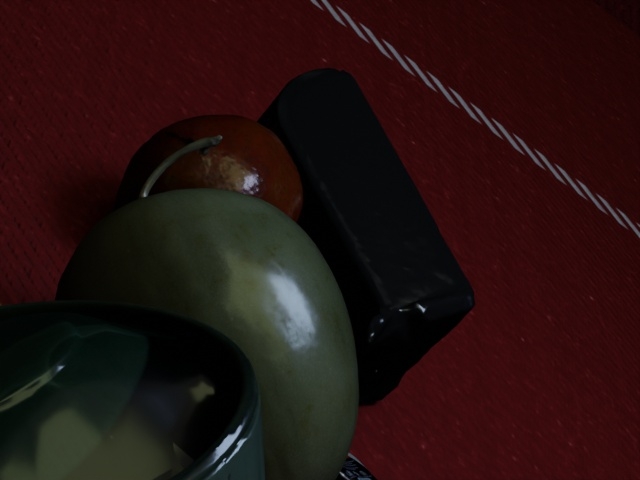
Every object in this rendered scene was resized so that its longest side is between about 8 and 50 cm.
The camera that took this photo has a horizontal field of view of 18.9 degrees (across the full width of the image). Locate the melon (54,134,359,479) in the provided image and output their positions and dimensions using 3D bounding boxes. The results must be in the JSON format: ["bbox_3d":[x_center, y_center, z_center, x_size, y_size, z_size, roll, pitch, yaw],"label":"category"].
[{"bbox_3d":[-0.096,0.093,1.629,0.308,0.272,0.272,42,23,28],"label":"melon"}]

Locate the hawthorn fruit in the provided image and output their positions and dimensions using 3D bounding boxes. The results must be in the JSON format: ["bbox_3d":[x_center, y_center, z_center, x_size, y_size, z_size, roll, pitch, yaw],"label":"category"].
[{"bbox_3d":[-0.098,-0.046,1.907,0.185,0.185,0.202,44,47,0],"label":"hawthorn fruit"}]

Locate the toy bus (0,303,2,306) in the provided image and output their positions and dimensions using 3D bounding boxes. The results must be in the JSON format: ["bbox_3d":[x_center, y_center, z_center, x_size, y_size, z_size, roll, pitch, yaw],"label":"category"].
[{"bbox_3d":[-0.322,0.050,1.525,0.121,0.123,0.335,3,47,-51],"label":"toy bus"}]

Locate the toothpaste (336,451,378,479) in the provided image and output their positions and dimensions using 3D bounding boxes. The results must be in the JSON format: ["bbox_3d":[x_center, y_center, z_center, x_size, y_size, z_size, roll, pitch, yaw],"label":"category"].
[{"bbox_3d":[0.067,0.271,1.850,0.193,0.045,0.071,48,17,23],"label":"toothpaste"}]

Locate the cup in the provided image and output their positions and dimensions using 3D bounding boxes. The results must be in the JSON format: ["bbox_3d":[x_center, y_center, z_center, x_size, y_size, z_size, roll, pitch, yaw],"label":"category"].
[{"bbox_3d":[-0.199,0.244,1.109,0.401,0.392,0.310,13,30,43],"label":"cup"}]

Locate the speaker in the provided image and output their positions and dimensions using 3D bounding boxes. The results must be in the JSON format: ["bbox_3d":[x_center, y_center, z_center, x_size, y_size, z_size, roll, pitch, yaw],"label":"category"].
[{"bbox_3d":[0.000,0.000,2.004,0.184,0.180,0.388,7,44,-43],"label":"speaker"}]
